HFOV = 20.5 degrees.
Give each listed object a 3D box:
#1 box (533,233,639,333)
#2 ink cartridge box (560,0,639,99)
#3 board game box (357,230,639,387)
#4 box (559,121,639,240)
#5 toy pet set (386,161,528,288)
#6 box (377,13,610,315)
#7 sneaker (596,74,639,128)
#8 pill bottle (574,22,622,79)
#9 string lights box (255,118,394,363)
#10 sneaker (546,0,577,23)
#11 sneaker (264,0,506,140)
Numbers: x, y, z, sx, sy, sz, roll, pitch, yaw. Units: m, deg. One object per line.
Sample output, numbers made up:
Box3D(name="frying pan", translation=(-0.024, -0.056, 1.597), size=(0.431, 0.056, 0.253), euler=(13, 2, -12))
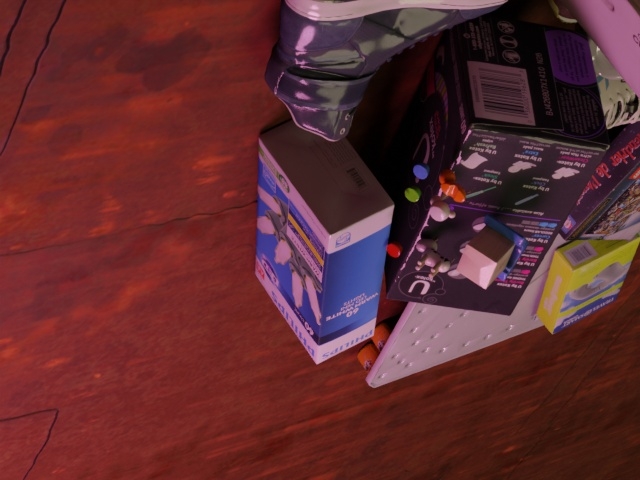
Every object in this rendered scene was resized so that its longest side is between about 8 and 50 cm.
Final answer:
Box3D(name="box", translation=(0.338, 0.051, 2.256), size=(0.109, 0.042, 0.178), euler=(-26, 153, -18))
Box3D(name="ink cartridge box", translation=(0.373, -0.288, 1.613), size=(0.306, 0.226, 0.131), euler=(-30, 153, -8))
Box3D(name="board game box", translation=(0.259, 0.003, 2.184), size=(0.390, 0.050, 0.390), euler=(-17, 149, -33))
Box3D(name="box", translation=(0.386, -0.093, 2.060), size=(0.159, 0.044, 0.233), euler=(0, 138, -51))
Box3D(name="toy pet set", translation=(0.137, -0.017, 1.664), size=(0.065, 0.114, 0.122), euler=(-43, 161, -41))
Box3D(name="box", translation=(0.162, -0.073, 1.756), size=(0.143, 0.165, 0.270), euler=(8, 139, -13))
Box3D(name="sneaker", translation=(0.315, -0.155, 1.868), size=(0.237, 0.086, 0.085), euler=(-34, 144, -49))
Box3D(name="pill bottle", translation=(0.291, -0.208, 1.782), size=(0.065, 0.065, 0.116), euler=(-42, -164, 15))
Box3D(name="string lights box", translation=(0.000, 0.000, 1.770), size=(0.077, 0.133, 0.259), euler=(-26, 153, -18))
Box3D(name="sneaker", translation=(0.297, -0.268, 1.714), size=(0.185, 0.069, 0.084), euler=(-27, -179, -33))
Box3D(name="sneaker", translation=(0.055, -0.175, 1.569), size=(0.226, 0.086, 0.163), euler=(-9, 135, -26))
